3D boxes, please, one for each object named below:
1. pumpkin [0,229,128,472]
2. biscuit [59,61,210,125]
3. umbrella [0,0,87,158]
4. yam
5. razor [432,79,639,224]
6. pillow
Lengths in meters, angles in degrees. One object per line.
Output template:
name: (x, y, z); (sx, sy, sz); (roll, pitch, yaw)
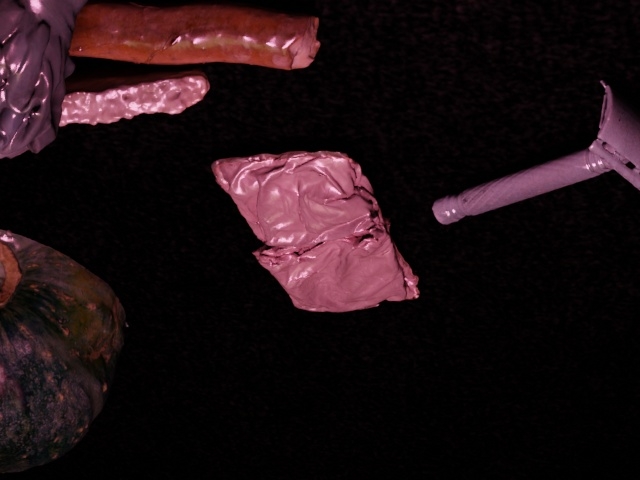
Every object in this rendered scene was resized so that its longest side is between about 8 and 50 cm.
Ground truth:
pumpkin: (-0.359, 0.129, 1.657); (0.293, 0.196, 0.263); (20, 148, -12)
biscuit: (-0.214, -0.112, 1.310); (0.250, 0.133, 0.032); (-12, 109, -3)
umbrella: (-0.211, -0.144, 1.157); (0.143, 0.094, 0.348); (15, 117, -41)
yam: (-0.120, -0.161, 1.275); (0.241, 0.056, 0.056); (4, 147, 9)
razor: (0.183, -0.055, 1.369); (0.106, 0.068, 0.232); (35, 146, -32)
pillow: (0.000, 0.000, 1.499); (0.135, 0.049, 0.248); (-7, 147, 16)
